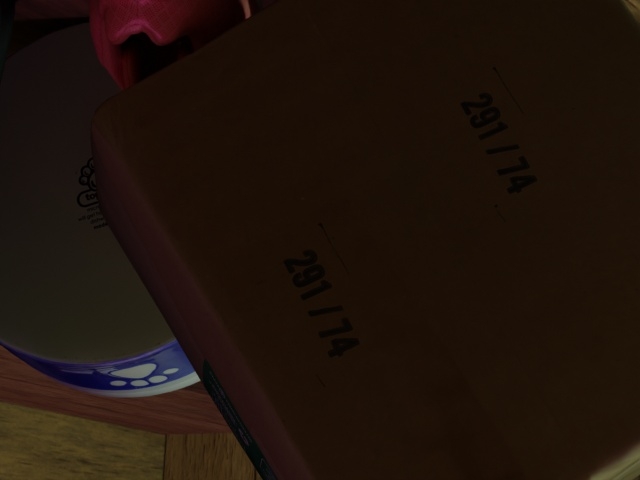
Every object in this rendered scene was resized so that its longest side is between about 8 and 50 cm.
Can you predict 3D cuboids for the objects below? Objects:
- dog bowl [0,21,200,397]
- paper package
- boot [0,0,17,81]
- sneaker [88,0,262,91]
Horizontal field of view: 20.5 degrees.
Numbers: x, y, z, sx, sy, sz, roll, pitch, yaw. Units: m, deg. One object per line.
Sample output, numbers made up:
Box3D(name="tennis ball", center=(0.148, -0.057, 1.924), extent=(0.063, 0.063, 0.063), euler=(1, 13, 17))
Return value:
Box3D(name="dog bowl", center=(-0.147, -0.024, 1.295), extent=(0.264, 0.265, 0.104), euler=(0, 164, 11))
Box3D(name="paper package", center=(0.070, 0.007, 1.005), extent=(0.309, 0.325, 0.168), euler=(-31, 165, -9))
Box3D(name="boot", center=(-0.330, 0.036, 1.186), extent=(0.146, 0.445, 0.367), euler=(10, 165, -29))
Box3D(name="sneaker", center=(-0.102, -0.133, 1.094), extent=(0.116, 0.136, 0.314), euler=(3, 167, 3))
